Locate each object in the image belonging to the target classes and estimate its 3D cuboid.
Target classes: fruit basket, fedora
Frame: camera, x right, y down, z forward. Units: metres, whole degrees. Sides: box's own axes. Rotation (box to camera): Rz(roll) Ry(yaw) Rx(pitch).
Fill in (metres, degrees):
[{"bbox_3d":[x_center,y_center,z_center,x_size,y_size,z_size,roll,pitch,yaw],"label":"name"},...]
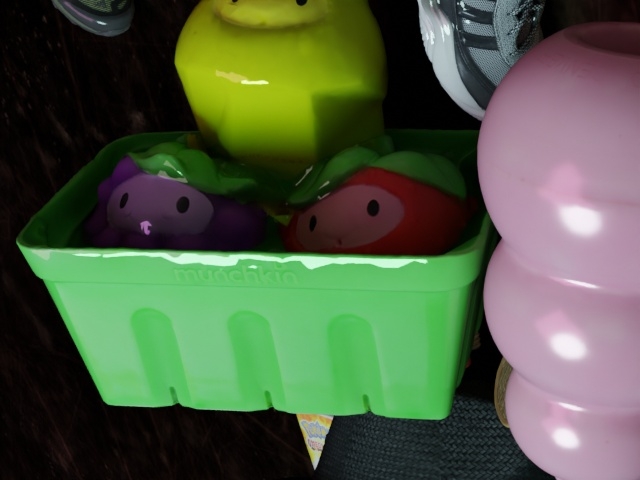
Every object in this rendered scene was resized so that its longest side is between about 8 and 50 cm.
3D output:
[{"bbox_3d":[-0.033,-0.068,1.340,0.392,0.283,0.392,6,116,13],"label":"fruit basket"},{"bbox_3d":[0.111,0.202,1.516,0.334,0.334,0.153,9,91,56],"label":"fedora"}]

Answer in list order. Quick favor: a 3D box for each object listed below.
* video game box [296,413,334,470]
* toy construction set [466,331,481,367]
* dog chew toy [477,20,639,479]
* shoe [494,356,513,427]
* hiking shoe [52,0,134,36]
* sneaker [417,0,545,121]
[{"bbox_3d":[0.067,0.266,1.813,0.205,0.048,0.187,8,118,56],"label":"video game box"},{"bbox_3d":[0.000,0.000,1.559,0.308,0.257,0.237,-3,100,37],"label":"toy construction set"},{"bbox_3d":[0.204,0.022,1.173,0.206,0.206,0.332,28,121,46],"label":"dog chew toy"},{"bbox_3d":[0.192,0.067,1.355,0.219,0.058,0.076,102,164,-44],"label":"shoe"},{"bbox_3d":[-0.261,-0.329,1.807,0.227,0.086,0.114,63,155,1],"label":"hiking shoe"},{"bbox_3d":[0.148,-0.191,1.238,0.153,0.101,0.269,8,133,43],"label":"sneaker"}]
